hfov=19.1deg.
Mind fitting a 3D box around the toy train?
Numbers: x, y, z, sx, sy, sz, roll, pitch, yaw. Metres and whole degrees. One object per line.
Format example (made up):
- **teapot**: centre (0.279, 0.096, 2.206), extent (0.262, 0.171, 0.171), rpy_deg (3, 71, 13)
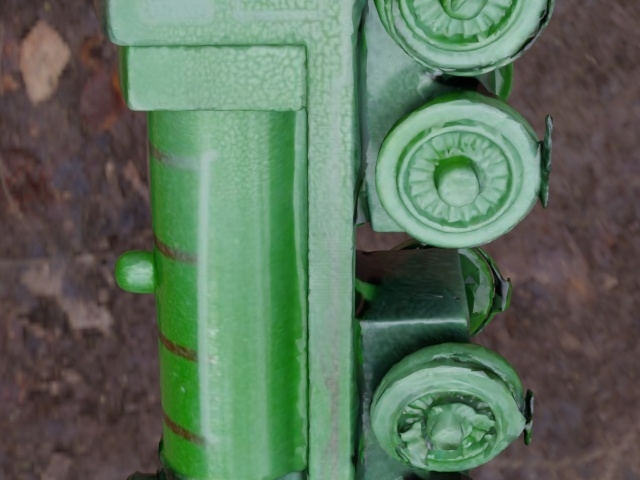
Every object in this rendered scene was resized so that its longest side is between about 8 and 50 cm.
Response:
- **toy train**: centre (0.000, 0.000, 0.521), extent (0.119, 0.085, 0.251), rpy_deg (0, 120, -2)
